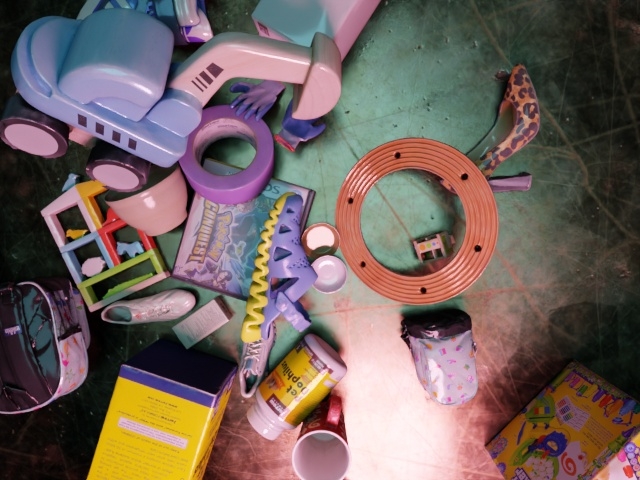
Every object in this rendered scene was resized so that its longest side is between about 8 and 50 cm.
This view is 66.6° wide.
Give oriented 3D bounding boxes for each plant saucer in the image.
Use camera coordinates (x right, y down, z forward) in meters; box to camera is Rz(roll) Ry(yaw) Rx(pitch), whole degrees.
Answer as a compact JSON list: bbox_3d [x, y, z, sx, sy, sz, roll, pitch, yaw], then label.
[{"bbox_3d":[0.000,0.000,1.049,0.084,0.015,0.083,-2,111,-5],"label":"plant saucer"}]

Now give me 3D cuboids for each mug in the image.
[{"bbox_3d":[0.018,0.396,1.003,0.113,0.169,0.150,44,94,0],"label":"mug"}]

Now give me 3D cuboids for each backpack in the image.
[{"bbox_3d":[-0.602,0.216,1.010,0.225,0.191,0.253,-16,85,6],"label":"backpack"},{"bbox_3d":[0.253,0.246,1.012,0.152,0.115,0.181,-9,96,1],"label":"backpack"}]

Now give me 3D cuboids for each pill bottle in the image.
[{"bbox_3d":[-0.053,0.308,1.022,0.117,0.117,0.215,42,91,0],"label":"pill bottle"}]

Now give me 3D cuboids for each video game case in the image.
[{"bbox_3d":[-0.168,-0.013,1.055,0.249,0.035,0.274,17,94,1],"label":"video game case"}]

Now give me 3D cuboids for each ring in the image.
[{"bbox_3d":[0.185,-0.037,0.986,0.337,0.032,0.336,5,101,27],"label":"ring"}]

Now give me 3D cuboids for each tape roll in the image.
[{"bbox_3d":[-0.189,-0.174,0.994,0.189,0.080,0.188,1,74,-3],"label":"tape roll"}]

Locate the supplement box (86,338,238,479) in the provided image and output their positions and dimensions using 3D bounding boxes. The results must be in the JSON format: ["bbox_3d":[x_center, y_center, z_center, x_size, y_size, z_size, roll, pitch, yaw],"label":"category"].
[{"bbox_3d":[-0.329,0.419,1.009,0.196,0.194,0.356,19,95,2],"label":"supplement box"}]

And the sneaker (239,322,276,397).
[{"bbox_3d":[-0.139,0.246,1.046,0.072,0.083,0.190,5,92,4],"label":"sneaker"}]

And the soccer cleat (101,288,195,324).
[{"bbox_3d":[-0.370,0.150,1.053,0.197,0.076,0.068,-9,93,3],"label":"soccer cleat"}]

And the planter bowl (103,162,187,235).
[{"bbox_3d":[-0.345,-0.078,1.011,0.162,0.162,0.109,-20,119,4],"label":"planter bowl"}]

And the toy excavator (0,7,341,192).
[{"bbox_3d":[-0.248,-0.263,0.819,0.433,0.445,0.222,24,55,-36],"label":"toy excavator"}]

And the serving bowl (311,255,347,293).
[{"bbox_3d":[0.016,0.071,1.052,0.084,0.027,0.083,0,100,-1],"label":"serving bowl"}]

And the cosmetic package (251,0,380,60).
[{"bbox_3d":[0.043,-0.509,0.927,0.156,0.217,0.384,31,96,1],"label":"cosmetic package"}]

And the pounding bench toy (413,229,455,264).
[{"bbox_3d":[0.242,0.012,1.032,0.065,0.083,0.052,-18,90,35],"label":"pounding bench toy"}]

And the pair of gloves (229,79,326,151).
[{"bbox_3d":[-0.087,-0.269,0.995,0.198,0.023,0.159,35,50,-2],"label":"pair of gloves"}]

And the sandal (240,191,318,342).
[{"bbox_3d":[-0.068,0.060,0.985,0.138,0.126,0.317,10,102,-2],"label":"sandal"}]

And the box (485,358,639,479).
[{"bbox_3d":[0.508,0.421,0.922,0.177,0.290,0.279,43,95,-1],"label":"box"}]

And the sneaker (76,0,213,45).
[{"bbox_3d":[-0.345,-0.415,0.990,0.237,0.130,0.322,19,89,6],"label":"sneaker"}]

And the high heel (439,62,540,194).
[{"bbox_3d":[0.335,-0.220,0.986,0.187,0.093,0.261,-4,102,-3],"label":"high heel"}]

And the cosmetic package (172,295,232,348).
[{"bbox_3d":[-0.258,0.179,1.067,0.115,0.041,0.060,-33,92,4],"label":"cosmetic package"}]

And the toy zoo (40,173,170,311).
[{"bbox_3d":[-0.481,-0.014,1.071,0.193,0.030,0.293,-24,92,4],"label":"toy zoo"}]
